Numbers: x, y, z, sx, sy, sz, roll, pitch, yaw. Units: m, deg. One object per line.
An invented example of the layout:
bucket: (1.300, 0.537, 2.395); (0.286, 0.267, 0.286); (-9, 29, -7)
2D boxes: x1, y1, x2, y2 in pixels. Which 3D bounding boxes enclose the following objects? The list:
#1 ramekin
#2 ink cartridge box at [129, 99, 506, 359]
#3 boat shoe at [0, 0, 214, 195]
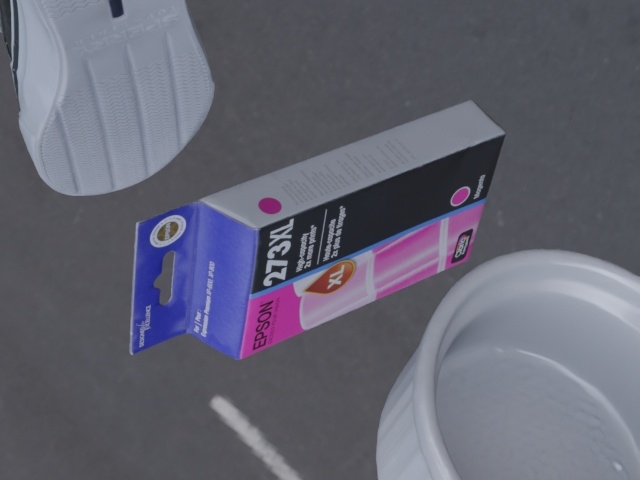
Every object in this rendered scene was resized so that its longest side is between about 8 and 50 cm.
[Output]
ramekin: (0.176, 0.157, 0.996); (0.277, 0.277, 0.135); (36, 142, 1)
ink cartridge box: (0.000, 0.000, 1.235); (0.069, 0.370, 0.176); (50, 147, 33)
boat shoe: (-0.135, -0.147, 0.787); (0.335, 0.121, 0.119); (104, 145, -61)
